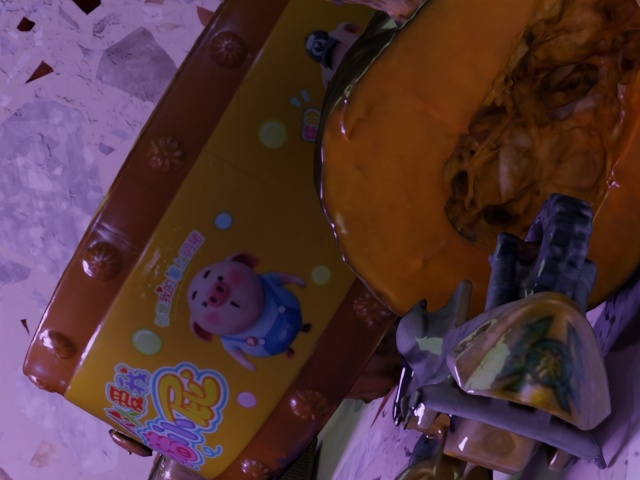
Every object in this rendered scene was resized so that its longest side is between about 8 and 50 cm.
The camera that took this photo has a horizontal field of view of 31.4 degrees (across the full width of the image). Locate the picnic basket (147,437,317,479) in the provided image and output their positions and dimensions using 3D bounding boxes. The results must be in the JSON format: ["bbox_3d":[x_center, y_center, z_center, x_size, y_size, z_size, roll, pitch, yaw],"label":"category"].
[{"bbox_3d":[-0.108,0.279,1.266,0.139,0.165,0.266,-62,2,11],"label":"picnic basket"}]

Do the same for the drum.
[{"bbox_3d":[-0.050,-0.016,0.932,0.431,0.214,0.431,-58,6,10],"label":"drum"}]

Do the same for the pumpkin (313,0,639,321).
[{"bbox_3d":[0.104,-0.111,0.577,0.317,0.222,0.139,-60,3,30],"label":"pumpkin"}]

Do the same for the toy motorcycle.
[{"bbox_3d":[0.073,0.091,0.531,0.130,0.094,0.229,-78,6,-66],"label":"toy motorcycle"}]

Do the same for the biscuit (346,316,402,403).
[{"bbox_3d":[0.107,-0.006,0.976,0.334,0.081,0.289,-61,7,-10],"label":"biscuit"}]
